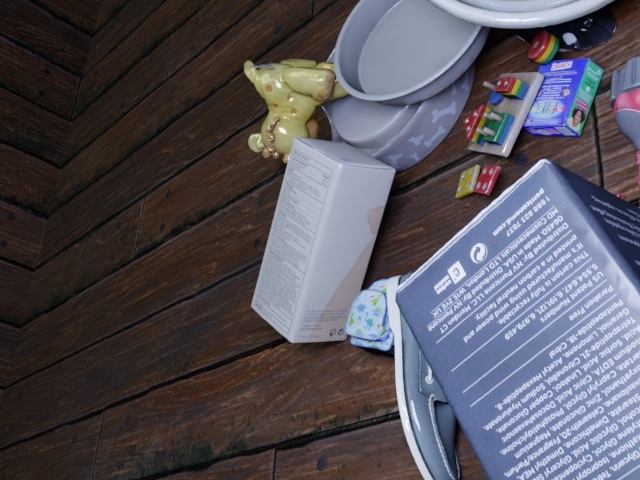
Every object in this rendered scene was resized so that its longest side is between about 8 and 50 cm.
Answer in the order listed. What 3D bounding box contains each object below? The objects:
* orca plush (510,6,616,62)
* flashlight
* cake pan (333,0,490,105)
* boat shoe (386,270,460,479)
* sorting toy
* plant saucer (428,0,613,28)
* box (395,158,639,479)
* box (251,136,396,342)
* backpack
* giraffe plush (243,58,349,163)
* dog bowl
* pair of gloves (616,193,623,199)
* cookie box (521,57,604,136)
[{"bbox_3d":[0.336,-0.383,1.333,0.151,0.102,0.287,-47,38,22],"label":"orca plush"},{"bbox_3d":[0.405,-0.074,1.054,0.103,0.103,0.304,5,73,14],"label":"flashlight"},{"bbox_3d":[0.155,-0.339,1.395,0.293,0.054,0.293,-22,50,29],"label":"cake pan"},{"bbox_3d":[0.163,0.185,1.184,0.099,0.116,0.320,-16,60,18],"label":"boat shoe"},{"bbox_3d":[0.265,-0.193,1.312,0.275,0.046,0.132,-66,16,4],"label":"sorting toy"},{"bbox_3d":[0.312,-0.461,1.257,0.400,0.100,0.401,-6,67,14],"label":"plant saucer"},{"bbox_3d":[0.302,0.162,0.795,0.212,0.293,0.396,-45,51,26],"label":"box"},{"bbox_3d":[0.000,0.000,1.417,0.148,0.121,0.311,37,117,47],"label":"box"},{"bbox_3d":[0.100,0.117,1.334,0.105,0.084,0.114,3,68,51],"label":"backpack"},{"bbox_3d":[-0.046,-0.228,1.523,0.181,0.210,0.171,28,120,52],"label":"giraffe plush"},{"bbox_3d":[0.130,-0.276,1.534,0.348,0.102,0.349,-30,47,38],"label":"dog bowl"},{"bbox_3d":[0.330,0.001,1.164,0.159,0.023,0.198,1,70,53],"label":"pair of gloves"},{"bbox_3d":[0.353,-0.209,1.252,0.091,0.040,0.107,12,79,56],"label":"cookie box"}]
